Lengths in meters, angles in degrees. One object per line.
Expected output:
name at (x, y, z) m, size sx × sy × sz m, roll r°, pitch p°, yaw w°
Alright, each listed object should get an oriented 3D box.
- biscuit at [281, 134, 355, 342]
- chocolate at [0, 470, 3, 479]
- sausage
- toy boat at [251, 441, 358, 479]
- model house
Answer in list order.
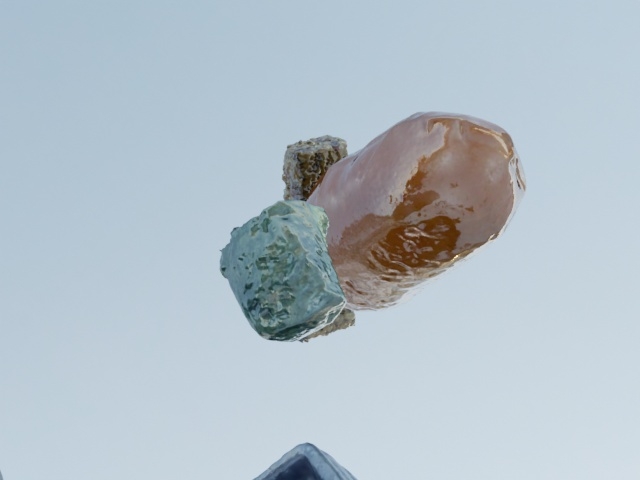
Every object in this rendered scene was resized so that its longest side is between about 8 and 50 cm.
biscuit at (0.000, 0.000, 1.356) m, size 0.064 × 0.034 × 0.199 m, roll -18°, pitch -59°, yaw -29°
chocolate at (-0.316, 0.209, 0.834) m, size 0.384 × 0.331 × 0.383 m, roll -4°, pitch -83°, yaw -32°
sausage at (0.064, -0.022, 1.209) m, size 0.133 × 0.258 × 0.133 m, roll 11°, pitch -114°, yaw -26°
toy boat at (0.009, 0.283, 1.123) m, size 0.127 × 0.283 × 0.078 m, roll -36°, pitch -49°, yaw 13°
model house at (-0.021, 0.029, 0.961) m, size 0.066 × 0.083 × 0.079 m, roll 13°, pitch -47°, yaw -46°
